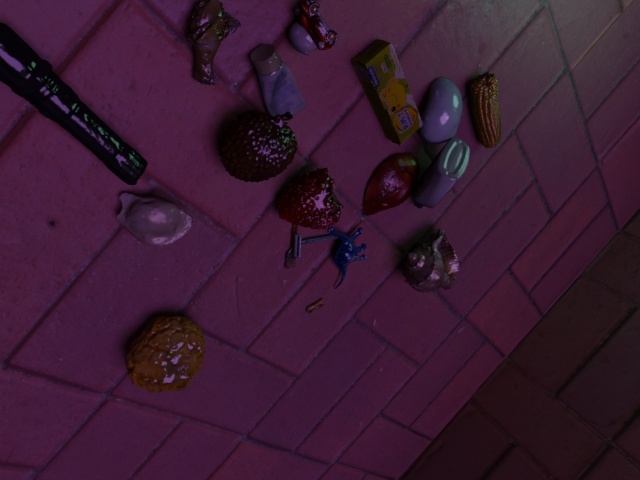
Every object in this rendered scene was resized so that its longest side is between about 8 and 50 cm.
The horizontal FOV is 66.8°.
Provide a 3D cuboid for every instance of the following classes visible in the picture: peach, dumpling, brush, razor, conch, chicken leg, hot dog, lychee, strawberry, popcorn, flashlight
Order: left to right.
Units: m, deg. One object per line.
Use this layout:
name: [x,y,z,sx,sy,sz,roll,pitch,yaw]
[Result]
flashlight: [-0.560,-0.281,1.086,0.103,0.103,0.424,-43,134,-4]
dumpling: [-0.446,-0.054,1.294,0.199,0.118,0.136,26,100,-20]
popcorn: [-0.464,0.350,1.488,0.251,0.190,0.249,-9,111,-23]
chicken leg: [-0.273,-0.478,1.170,0.125,0.080,0.196,5,116,-50]
lychee: [-0.162,-0.261,1.305,0.200,0.200,0.238,25,119,-41]
brush: [-0.095,0.019,1.643,0.043,0.014,0.169,-10,121,-33]
strawberry: [-0.037,-0.117,1.495,0.202,0.184,0.187,-18,166,3]
hot dog: [-0.017,0.250,1.833,0.083,0.021,0.037,-32,130,-15]
razor: [-0.004,-0.003,1.678,0.211,0.036,0.084,-14,119,-37]
peach: [0.255,-0.186,1.717,0.189,0.068,0.279,32,97,-41]
conch: [0.441,0.088,1.944,0.324,0.186,0.263,33,79,-55]
conch: [0.422,-0.438,1.656,0.185,0.121,0.220,-27,132,-58]

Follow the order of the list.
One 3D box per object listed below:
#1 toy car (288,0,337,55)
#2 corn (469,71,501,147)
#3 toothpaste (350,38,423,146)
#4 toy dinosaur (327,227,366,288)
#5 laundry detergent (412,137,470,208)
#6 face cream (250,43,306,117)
toy car: [-0.032,-0.552,1.278,0.112,0.112,0.139,-35,123,9]
corn: [0.604,-0.459,1.763,0.102,0.102,0.312,-36,131,-10]
toothpaste: [0.213,-0.456,1.513,0.110,0.077,0.327,-43,133,-7]
toy dinosaur: [0.102,0.044,1.741,0.145,0.076,0.328,-24,139,-16]
laundry detergent: [0.415,-0.214,1.730,0.214,0.105,0.280,-62,179,-30]
face cream: [-0.118,-0.421,1.330,0.114,0.070,0.224,-39,144,-8]
